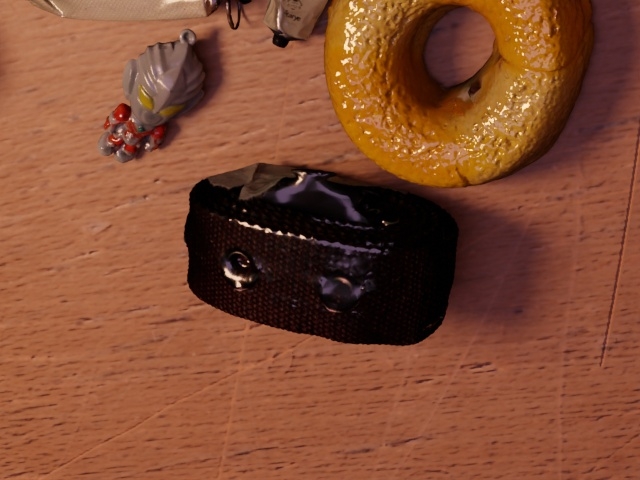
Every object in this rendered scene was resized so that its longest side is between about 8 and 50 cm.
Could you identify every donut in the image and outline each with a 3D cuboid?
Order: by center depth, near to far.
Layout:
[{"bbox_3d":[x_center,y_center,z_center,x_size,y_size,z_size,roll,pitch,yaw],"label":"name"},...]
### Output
[{"bbox_3d":[0.133,-0.192,1.594,0.302,0.110,0.303,4,107,13],"label":"donut"}]

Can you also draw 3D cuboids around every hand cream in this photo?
[{"bbox_3d":[0.000,-0.319,1.633,0.075,0.052,0.248,17,104,-17],"label":"hand cream"}]

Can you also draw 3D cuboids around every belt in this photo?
[{"bbox_3d":[0.000,0.000,1.641,0.289,0.184,0.164,11,116,11],"label":"belt"}]

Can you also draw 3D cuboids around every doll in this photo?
[{"bbox_3d":[-0.183,-0.156,1.712,0.094,0.079,0.180,25,120,-23],"label":"doll"}]

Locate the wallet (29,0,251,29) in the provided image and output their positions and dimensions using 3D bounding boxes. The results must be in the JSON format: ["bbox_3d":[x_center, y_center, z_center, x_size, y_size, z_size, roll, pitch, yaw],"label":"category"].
[{"bbox_3d":[-0.220,-0.382,1.662,0.274,0.068,0.335,-4,98,12],"label":"wallet"}]
